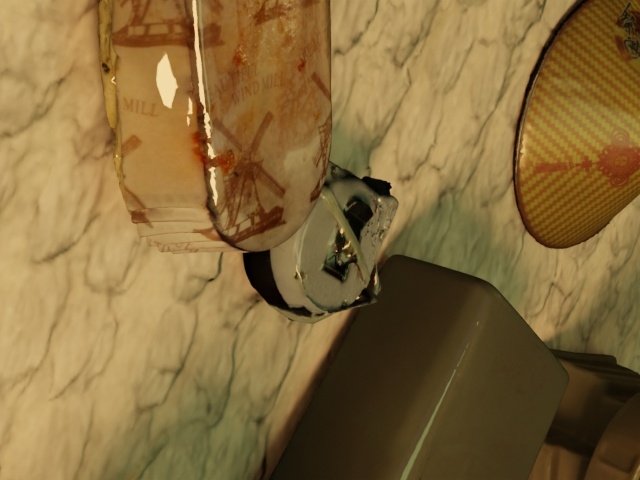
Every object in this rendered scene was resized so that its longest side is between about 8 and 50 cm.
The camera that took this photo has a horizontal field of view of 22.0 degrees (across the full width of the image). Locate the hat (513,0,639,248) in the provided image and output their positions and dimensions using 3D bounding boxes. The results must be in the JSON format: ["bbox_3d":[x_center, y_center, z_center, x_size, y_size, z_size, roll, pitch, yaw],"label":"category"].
[{"bbox_3d":[0.220,-0.075,1.140,0.193,0.082,0.193,-28,127,-44],"label":"hat"}]

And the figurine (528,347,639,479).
[{"bbox_3d":[0.256,0.187,1.136,0.167,0.285,0.342,43,69,-49],"label":"figurine"}]

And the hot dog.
[{"bbox_3d":[-0.047,-0.118,0.784,0.144,0.075,0.268,-27,123,-49],"label":"hot dog"}]

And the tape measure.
[{"bbox_3d":[-0.001,0.001,0.912,0.094,0.054,0.091,10,91,-56],"label":"tape measure"}]

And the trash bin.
[{"bbox_3d":[0.052,0.148,1.016,0.177,0.101,0.236,45,67,-49],"label":"trash bin"}]
